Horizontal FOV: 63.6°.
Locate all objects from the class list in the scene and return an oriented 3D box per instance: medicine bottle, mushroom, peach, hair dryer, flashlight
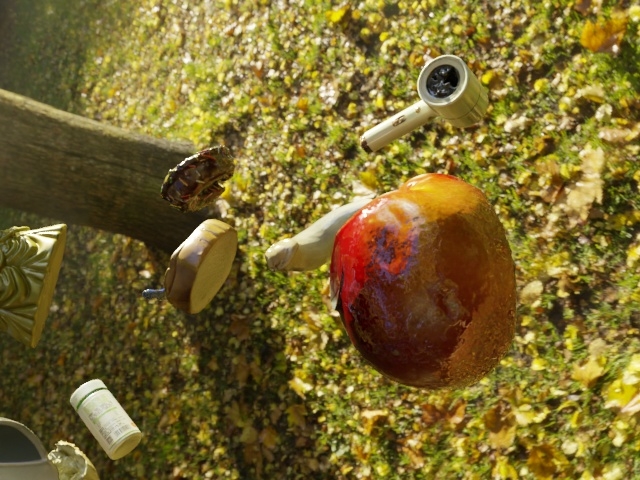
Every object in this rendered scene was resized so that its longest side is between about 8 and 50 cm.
[{"bbox_3d":[-0.518,0.431,1.246,0.183,0.086,0.086,41,112,24],"label":"medicine bottle"},{"bbox_3d":[-0.001,0.000,1.528,0.126,0.397,0.177,51,149,13],"label":"mushroom"},{"bbox_3d":[0.173,0.075,0.980,0.335,0.310,0.405,168,97,-77],"label":"peach"},{"bbox_3d":[0.241,-0.320,1.343,0.362,0.203,0.128,-26,73,27],"label":"hair dryer"},{"bbox_3d":[-0.477,0.161,1.513,0.057,0.121,0.035,-30,78,10],"label":"flashlight"}]

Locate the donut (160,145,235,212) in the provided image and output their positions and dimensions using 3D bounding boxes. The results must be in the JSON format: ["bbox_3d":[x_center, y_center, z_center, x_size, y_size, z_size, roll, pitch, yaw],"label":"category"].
[{"bbox_3d":[-0.339,-0.164,1.458,0.230,0.216,0.096,-40,85,36],"label":"donut"}]

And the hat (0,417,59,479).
[{"bbox_3d":[-0.549,0.403,0.789,0.161,0.275,0.232,118,158,-47],"label":"hat"}]

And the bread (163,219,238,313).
[{"bbox_3d":[-0.273,0.059,1.196,0.070,0.236,0.236,24,102,8],"label":"bread"}]

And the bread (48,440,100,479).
[{"bbox_3d":[-0.562,0.559,1.047,0.314,0.192,0.171,-47,40,-8],"label":"bread"}]

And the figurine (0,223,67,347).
[{"bbox_3d":[-0.556,0.038,0.736,0.168,0.315,0.187,-166,88,-70],"label":"figurine"}]
